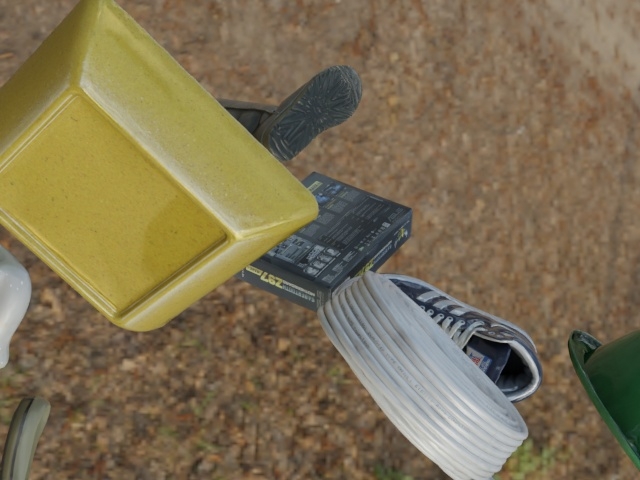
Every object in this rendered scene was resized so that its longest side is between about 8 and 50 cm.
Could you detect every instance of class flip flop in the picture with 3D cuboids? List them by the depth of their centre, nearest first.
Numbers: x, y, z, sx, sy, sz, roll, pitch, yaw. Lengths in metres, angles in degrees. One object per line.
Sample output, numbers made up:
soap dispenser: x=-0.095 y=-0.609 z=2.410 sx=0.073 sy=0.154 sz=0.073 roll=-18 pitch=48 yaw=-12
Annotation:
flip flop: x=-0.308 y=0.301 z=1.203 sx=0.080 sy=0.112 sz=0.277 roll=14 pitch=69 yaw=-12

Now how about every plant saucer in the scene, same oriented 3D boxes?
plant saucer: x=-0.227 y=-0.049 z=1.267 sx=0.333 sy=0.333 sz=0.081 roll=44 pitch=40 yaw=-14

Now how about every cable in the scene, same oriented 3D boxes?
cable: x=0.109 y=0.144 z=1.239 sx=0.257 sy=0.089 sz=0.257 roll=52 pitch=8 yaw=37

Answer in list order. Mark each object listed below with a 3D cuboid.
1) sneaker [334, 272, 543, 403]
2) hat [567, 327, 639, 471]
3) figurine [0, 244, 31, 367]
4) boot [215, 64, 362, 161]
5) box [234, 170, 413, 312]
sneaker: x=0.153 y=0.125 z=1.479 sx=0.153 sy=0.282 sz=0.099 roll=-88 pitch=-163 yaw=-78
hat: x=0.294 y=0.077 z=0.813 sx=0.208 sy=0.183 sz=0.173 roll=55 pitch=18 yaw=13
figurine: x=-0.297 y=0.086 z=0.775 sx=0.092 sy=0.215 sz=0.209 roll=-28 pitch=133 yaw=-57
boot: x=-0.072 y=-0.163 z=1.490 sx=0.190 sy=0.208 sz=0.076 roll=-37 pitch=114 yaw=-29
box: x=0.000 y=0.000 z=1.696 sx=0.233 sy=0.183 sz=0.059 roll=-42 pitch=145 yaw=-42
